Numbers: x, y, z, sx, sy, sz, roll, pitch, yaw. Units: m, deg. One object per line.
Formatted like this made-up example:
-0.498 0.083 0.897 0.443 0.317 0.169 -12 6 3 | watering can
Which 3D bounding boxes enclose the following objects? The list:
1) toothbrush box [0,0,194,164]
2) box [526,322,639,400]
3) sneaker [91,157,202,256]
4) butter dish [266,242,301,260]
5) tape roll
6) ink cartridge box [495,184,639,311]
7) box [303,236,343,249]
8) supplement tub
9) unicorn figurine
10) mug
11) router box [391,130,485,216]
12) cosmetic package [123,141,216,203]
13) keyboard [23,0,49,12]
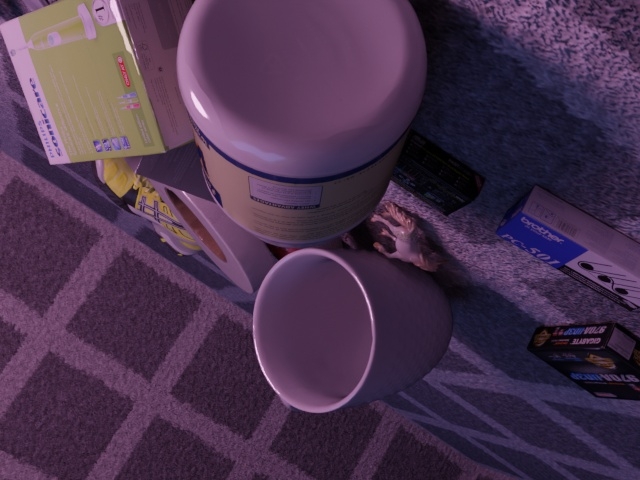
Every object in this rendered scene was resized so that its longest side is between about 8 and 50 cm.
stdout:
-0.280 -0.222 0.944 0.283 0.122 0.206 0 113 40 | toothbrush box
0.486 0.209 1.201 0.175 0.051 0.220 34 163 -9 | box
-0.390 -0.115 1.736 0.147 0.145 0.385 -17 135 35 | sneaker
-0.053 0.022 1.497 0.160 0.118 0.160 37 163 -21 | butter dish
-0.246 -0.054 1.512 0.392 0.072 0.392 46 166 15 | tape roll
0.337 0.013 0.898 0.207 0.046 0.097 30 163 4 | ink cartridge box
0.000 0.000 1.324 0.063 0.067 0.324 55 170 32 | box
-0.023 -0.130 0.783 0.236 0.235 0.325 30 164 6 | supplement tub
0.145 0.004 1.193 0.111 0.060 0.162 28 167 28 | unicorn figurine
0.062 0.189 1.310 0.328 0.374 0.276 2 -139 -49 | mug
0.149 -0.088 0.952 0.123 0.038 0.092 33 163 -6 | router box
-0.206 -0.136 1.172 0.238 0.107 0.127 17 -163 -42 | cosmetic package
-0.507 -0.446 1.127 0.072 0.014 0.256 30 164 23 | keyboard
